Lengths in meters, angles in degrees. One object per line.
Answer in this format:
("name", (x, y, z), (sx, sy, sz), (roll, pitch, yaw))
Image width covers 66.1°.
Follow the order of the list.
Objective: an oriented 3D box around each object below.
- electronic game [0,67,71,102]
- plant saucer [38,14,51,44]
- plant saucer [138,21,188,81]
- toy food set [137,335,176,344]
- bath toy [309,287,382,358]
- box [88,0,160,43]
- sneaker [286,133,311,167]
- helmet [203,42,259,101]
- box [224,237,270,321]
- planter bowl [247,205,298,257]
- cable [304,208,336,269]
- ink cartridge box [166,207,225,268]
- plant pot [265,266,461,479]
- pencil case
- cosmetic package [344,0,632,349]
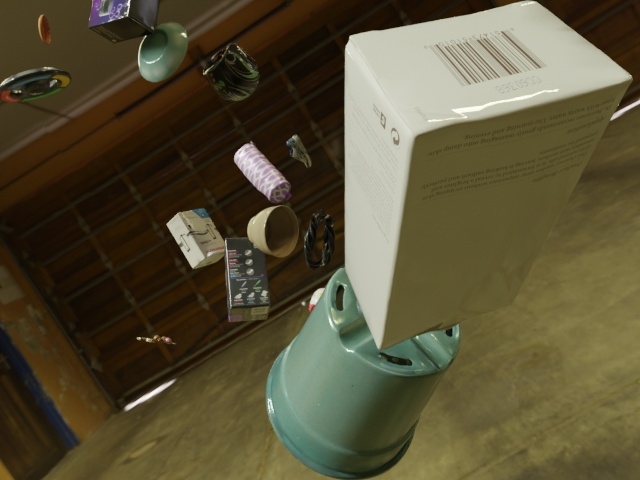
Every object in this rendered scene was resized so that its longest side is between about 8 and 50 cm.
("electronic game", (-0.933, -0.504, 1.607), (0.229, 0.048, 0.229), (-22, 9, 4))
("plant saucer", (-0.851, -0.649, 1.515), (0.013, 0.084, 0.083), (-3, -2, -11))
("plant saucer", (-0.483, -0.571, 1.467), (0.195, 0.195, 0.037), (-31, -22, 18))
("toy food set", (-0.536, 0.328, 1.630), (0.078, 0.019, 0.122), (5, -11, 26))
("bath toy", (0.098, 0.276, 1.686), (0.129, 0.348, 0.151), (-9, -54, -56))
("box", (-0.563, -0.736, 1.441), (0.184, 0.261, 0.103), (3, -8, 28))
("sneaker", (-0.076, -0.304, 1.705), (0.058, 0.135, 0.052), (-28, 38, 4))
("helmet", (-0.280, -0.535, 1.599), (0.169, 0.161, 0.169), (-30, 40, 29))
("box", (-0.270, 0.141, 1.786), (0.143, 0.270, 0.165), (-3, -26, -14))
("planter bowl", (-0.161, -0.030, 1.559), (0.109, 0.162, 0.162), (3, 26, 37))
("cable", (0.000, 0.000, 1.511), (0.047, 0.185, 0.150), (10, -16, 27))
("ink cartridge box", (-0.462, -0.010, 1.868), (0.086, 0.203, 0.148), (-37, -8, 29))
("plant pot", (0.087, 0.234, 0.961), (0.341, 0.341, 0.334), (-35, -25, -40))
("pencil case", (-0.175, -0.201, 1.475), (0.086, 0.206, 0.088), (-42, -24, 4))
("cosmetic package", (0.149, -0.045, 0.580), (0.217, 0.156, 0.385), (-15, -36, -12))
